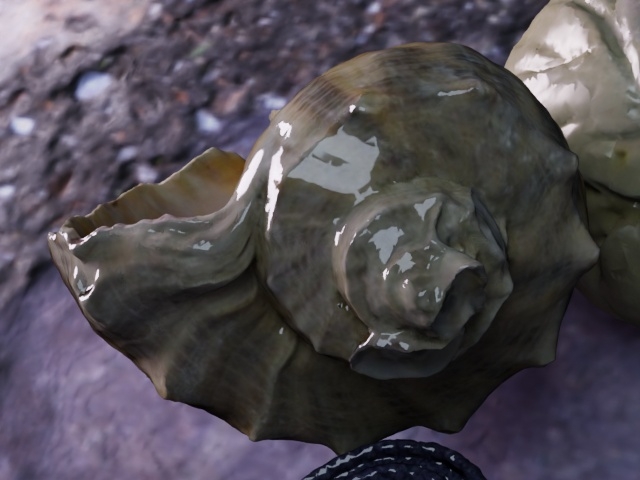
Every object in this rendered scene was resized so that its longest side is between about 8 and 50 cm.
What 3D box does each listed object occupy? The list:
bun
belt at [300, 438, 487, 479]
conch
[{"bbox_3d":[0.173,-0.050,0.772,0.178,0.128,0.193,-29,58,-3],"label":"bun"},{"bbox_3d":[0.011,0.194,0.674,0.139,0.126,0.230,12,63,25],"label":"belt"},{"bbox_3d":[0.008,0.014,0.747,0.210,0.291,0.159,-30,95,-5],"label":"conch"}]
